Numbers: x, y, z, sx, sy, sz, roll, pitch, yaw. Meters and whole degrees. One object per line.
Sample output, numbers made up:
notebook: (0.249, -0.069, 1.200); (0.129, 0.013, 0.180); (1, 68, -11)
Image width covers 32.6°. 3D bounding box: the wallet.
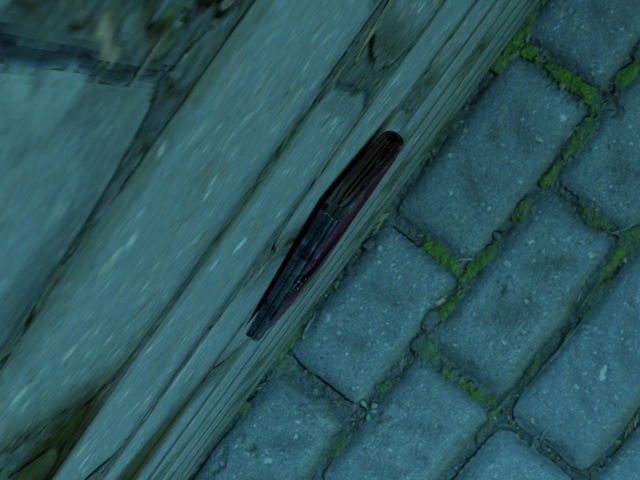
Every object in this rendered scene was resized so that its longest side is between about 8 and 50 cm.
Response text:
wallet: (0.000, 0.000, 0.986); (0.119, 0.025, 0.232); (-52, 177, -36)
